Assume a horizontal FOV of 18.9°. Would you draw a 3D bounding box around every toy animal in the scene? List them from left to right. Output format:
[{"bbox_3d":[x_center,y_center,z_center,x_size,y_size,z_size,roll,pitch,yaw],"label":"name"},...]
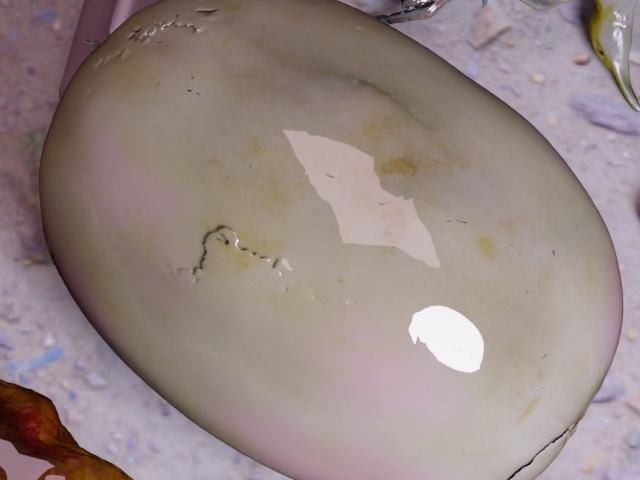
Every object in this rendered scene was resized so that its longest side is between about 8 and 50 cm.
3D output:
[{"bbox_3d":[0.183,-0.159,1.140,0.219,0.095,0.155,-19,86,-46],"label":"toy animal"}]

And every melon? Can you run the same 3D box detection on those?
[{"bbox_3d":[0.000,0.000,0.969,0.317,0.223,0.223,35,62,11],"label":"melon"}]

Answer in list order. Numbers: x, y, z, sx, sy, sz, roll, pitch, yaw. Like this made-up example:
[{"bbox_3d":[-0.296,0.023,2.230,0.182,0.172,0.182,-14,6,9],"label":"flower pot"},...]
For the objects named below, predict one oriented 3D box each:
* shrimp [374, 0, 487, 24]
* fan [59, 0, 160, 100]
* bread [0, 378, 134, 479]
[{"bbox_3d":[0.078,-0.182,1.170,0.190,0.073,0.075,-29,26,-32],"label":"shrimp"},{"bbox_3d":[-0.098,-0.172,1.123,0.130,0.074,0.244,26,67,-30],"label":"fan"},{"bbox_3d":[-0.193,0.164,0.895,0.246,0.135,0.232,14,64,0],"label":"bread"}]
